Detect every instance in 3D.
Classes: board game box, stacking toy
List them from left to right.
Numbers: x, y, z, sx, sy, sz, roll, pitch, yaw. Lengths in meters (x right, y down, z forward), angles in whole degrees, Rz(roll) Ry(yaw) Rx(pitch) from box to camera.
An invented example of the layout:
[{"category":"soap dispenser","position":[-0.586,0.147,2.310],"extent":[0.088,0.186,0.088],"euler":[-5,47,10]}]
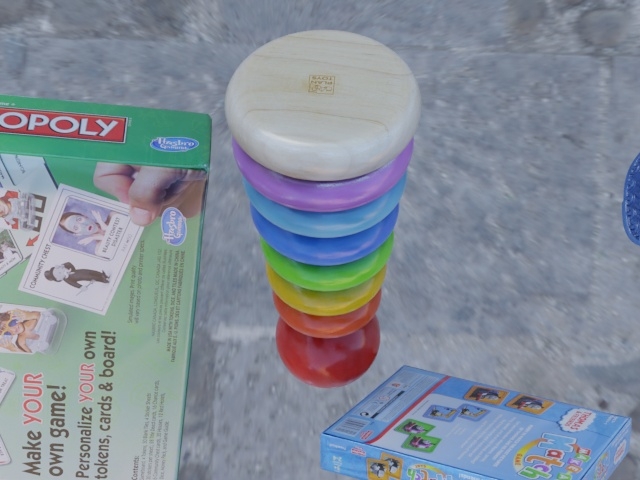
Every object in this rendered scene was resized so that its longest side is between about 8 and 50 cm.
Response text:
[{"category":"board game box","position":[-0.169,0.075,0.688],"extent":[0.213,0.046,0.317],"euler":[5,127,-6]},{"category":"stacking toy","position":[0.000,0.000,1.163],"extent":[0.141,0.141,0.330],"euler":[-1,138,-2]},{"category":"board game box","position":[0.130,0.167,1.221],"extent":[0.211,0.160,0.039],"euler":[10,111,27]}]

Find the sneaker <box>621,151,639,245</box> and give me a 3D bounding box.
[{"category":"sneaker","position":[0.364,-0.088,1.451],"extent":[0.090,0.081,0.232],"euler":[31,71,-41]}]
